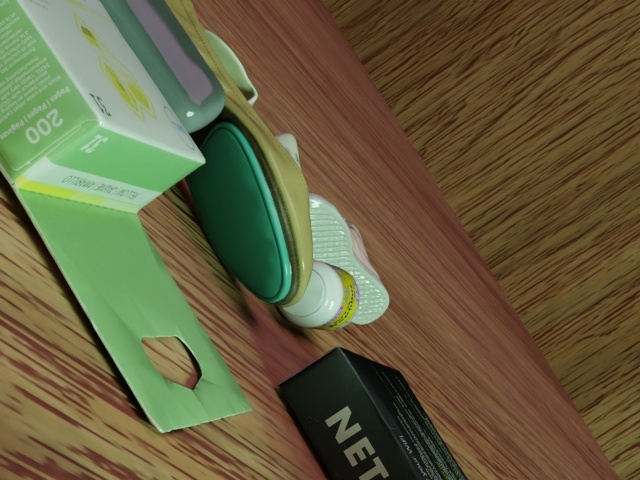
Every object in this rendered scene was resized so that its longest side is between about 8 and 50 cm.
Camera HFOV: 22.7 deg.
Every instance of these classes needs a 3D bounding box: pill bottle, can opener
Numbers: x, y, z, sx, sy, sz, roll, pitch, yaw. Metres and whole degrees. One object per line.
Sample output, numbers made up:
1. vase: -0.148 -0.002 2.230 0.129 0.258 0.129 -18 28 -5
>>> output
1. pill bottle: -0.003 0.035 1.013 0.043 0.043 0.083 57 9 11
2. can opener: -0.162 -0.162 0.856 0.280 0.074 0.093 53 43 -6

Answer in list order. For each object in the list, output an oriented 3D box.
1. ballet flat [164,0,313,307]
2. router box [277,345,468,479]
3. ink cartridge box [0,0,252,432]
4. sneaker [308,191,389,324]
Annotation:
1. ballet flat: -0.054 -0.067 0.953 0.073 0.080 0.232 -18 69 -41
2. router box: 0.056 0.149 0.894 0.179 0.046 0.133 58 9 19
3. ink cartridge box: -0.094 -0.030 0.724 0.235 0.056 0.171 55 7 9
4. sneaker: 0.000 0.000 1.154 0.134 0.051 0.070 52 6 -43
